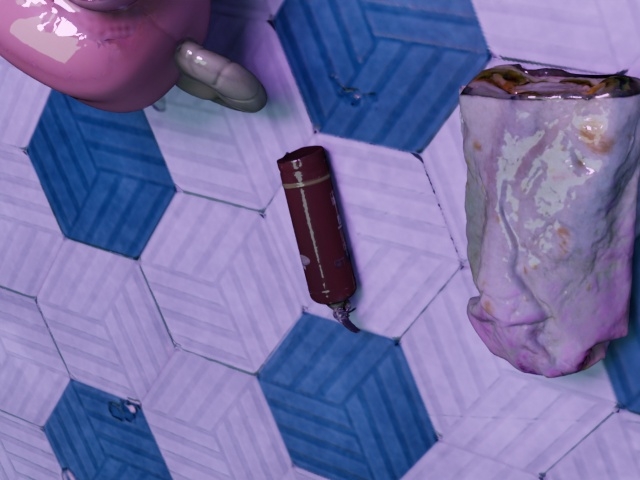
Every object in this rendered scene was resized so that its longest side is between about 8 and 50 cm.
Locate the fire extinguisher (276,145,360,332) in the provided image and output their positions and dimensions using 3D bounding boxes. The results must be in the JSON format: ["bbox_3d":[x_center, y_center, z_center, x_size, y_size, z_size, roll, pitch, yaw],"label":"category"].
[{"bbox_3d":[0.000,0.000,0.914,0.064,0.043,0.158,17,124,61],"label":"fire extinguisher"}]

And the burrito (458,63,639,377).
[{"bbox_3d":[0.161,-0.009,0.778,0.144,0.089,0.229,9,114,33],"label":"burrito"}]

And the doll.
[{"bbox_3d":[-0.153,-0.206,0.816,0.284,0.268,0.216,36,86,4],"label":"doll"}]
